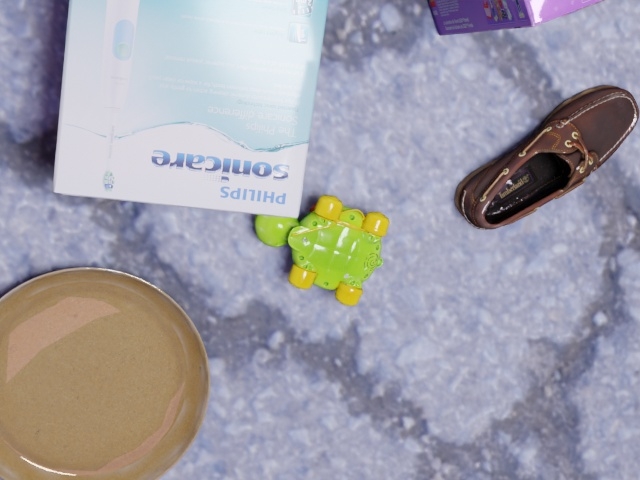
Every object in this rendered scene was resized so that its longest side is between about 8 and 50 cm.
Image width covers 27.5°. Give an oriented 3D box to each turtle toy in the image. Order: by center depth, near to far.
[{"bbox_3d":[0.000,0.000,1.246,0.130,0.066,0.095,20,98,-15],"label":"turtle toy"}]

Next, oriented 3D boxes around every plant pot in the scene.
[{"bbox_3d":[-0.225,0.137,1.251,0.236,0.032,0.236,-3,103,-12],"label":"plant pot"}]

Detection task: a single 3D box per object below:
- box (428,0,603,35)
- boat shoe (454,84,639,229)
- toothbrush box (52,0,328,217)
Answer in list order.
[{"bbox_3d":[0.219,-0.236,1.117,0.201,0.293,0.057,-21,100,-5],"label":"box"},{"bbox_3d":[0.229,-0.076,1.273,0.207,0.073,0.073,-37,106,-2],"label":"boat shoe"},{"bbox_3d":[-0.110,-0.182,1.141,0.216,0.126,0.295,5,103,-9],"label":"toothbrush box"}]
